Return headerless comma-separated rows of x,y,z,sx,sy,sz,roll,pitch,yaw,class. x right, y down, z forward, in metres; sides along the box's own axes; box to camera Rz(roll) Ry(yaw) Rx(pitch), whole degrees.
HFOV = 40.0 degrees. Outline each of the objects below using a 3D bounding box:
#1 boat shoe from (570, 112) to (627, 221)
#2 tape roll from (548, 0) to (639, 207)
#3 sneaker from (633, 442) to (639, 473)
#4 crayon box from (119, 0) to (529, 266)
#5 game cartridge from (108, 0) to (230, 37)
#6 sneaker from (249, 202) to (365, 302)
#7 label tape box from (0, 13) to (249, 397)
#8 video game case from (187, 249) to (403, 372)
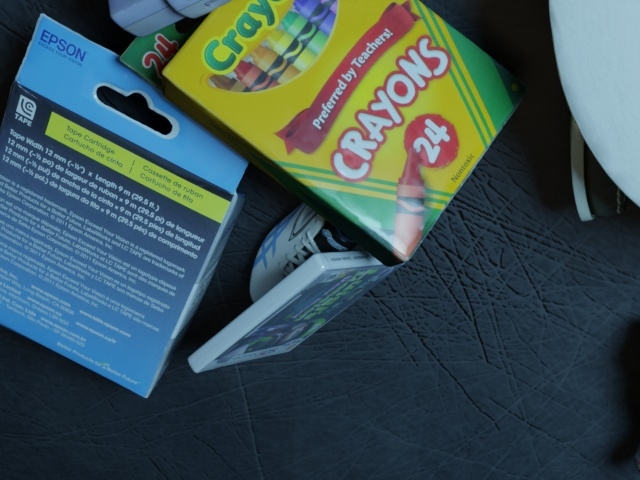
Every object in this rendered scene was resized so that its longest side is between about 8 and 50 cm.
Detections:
0.268,-0.160,0.767,0.091,0.109,0.305,3,110,18,boat shoe
0.354,-0.158,0.592,0.392,0.072,0.392,14,122,24,tape roll
0.369,0.128,0.880,0.111,0.103,0.252,22,108,5,sneaker
0.001,-0.149,0.798,0.318,0.081,0.202,36,80,-4,crayon box
-0.034,-0.331,0.725,0.355,0.068,0.230,-19,64,21,game cartridge
0.000,0.000,0.917,0.085,0.086,0.237,41,118,-7,sneaker
-0.222,-0.036,0.943,0.249,0.115,0.347,27,114,1,label tape box
-0.020,0.071,0.909,0.190,0.173,0.022,-40,72,26,video game case
